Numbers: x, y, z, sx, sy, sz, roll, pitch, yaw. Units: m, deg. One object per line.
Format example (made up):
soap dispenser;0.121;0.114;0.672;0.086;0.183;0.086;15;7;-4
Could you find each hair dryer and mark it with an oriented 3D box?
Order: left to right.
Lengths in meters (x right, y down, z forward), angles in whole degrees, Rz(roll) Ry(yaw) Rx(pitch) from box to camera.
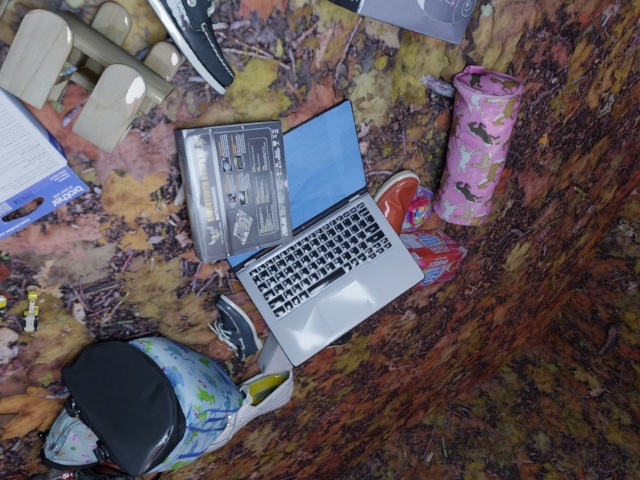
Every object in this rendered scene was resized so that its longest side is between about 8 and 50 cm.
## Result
hair dryer;-0.536;0.565;1.024;0.223;0.080;0.293;4;171;-2

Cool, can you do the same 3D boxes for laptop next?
laptop;0.000;0.000;0.922;0.381;0.408;0.236;-32;174;-11

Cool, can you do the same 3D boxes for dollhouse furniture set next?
dollhouse furniture set;-0.266;-0.255;0.474;0.242;0.212;0.161;33;111;-22

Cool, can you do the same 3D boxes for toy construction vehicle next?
toy construction vehicle;-0.539;0.128;0.748;0.085;0.035;0.098;5;120;-29

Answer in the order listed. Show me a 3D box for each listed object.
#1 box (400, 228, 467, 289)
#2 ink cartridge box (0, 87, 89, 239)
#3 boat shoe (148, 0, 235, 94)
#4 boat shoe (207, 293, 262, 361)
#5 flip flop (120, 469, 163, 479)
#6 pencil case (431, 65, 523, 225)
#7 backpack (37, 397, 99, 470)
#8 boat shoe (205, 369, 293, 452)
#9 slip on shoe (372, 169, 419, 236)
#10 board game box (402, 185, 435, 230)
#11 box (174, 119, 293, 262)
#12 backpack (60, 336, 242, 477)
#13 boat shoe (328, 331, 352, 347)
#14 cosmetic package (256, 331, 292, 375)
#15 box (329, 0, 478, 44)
box;0.296;0.056;1.288;0.256;0.128;0.123;-7;130;-35
ink cartridge box;-0.471;-0.137;0.535;0.185;0.065;0.311;-34;138;-9
boat shoe;-0.187;-0.329;0.554;0.091;0.114;0.302;-36;141;1
boat shoe;-0.212;0.221;1.054;0.079;0.095;0.255;-40;151;-21
flip flop;-0.473;0.633;1.186;0.112;0.080;0.277;9;140;-45
pencil case;0.379;-0.222;1.071;0.160;0.167;0.386;-44;147;-36
backpack;-0.522;0.422;0.962;0.151;0.115;0.182;17;111;-44
boat shoe;-0.228;0.454;1.216;0.366;0.136;0.157;-17;135;-31
slip on shoe;0.171;-0.028;1.130;0.123;0.101;0.332;8;119;-40
board game box;0.278;-0.080;1.224;0.168;0.033;0.133;15;115;-45
box;-0.149;-0.092;0.779;0.183;0.056;0.231;-15;110;-29
backpack;-0.329;0.358;0.946;0.273;0.290;0.356;-41;150;-24
boat shoe;0.049;0.312;1.380;0.132;0.049;0.042;-7;137;-30
cosmetic package;-0.093;0.273;1.219;0.098;0.060;0.239;3;123;-38
box;0.142;-0.440;0.699;0.247;0.142;0.164;-6;129;-37
